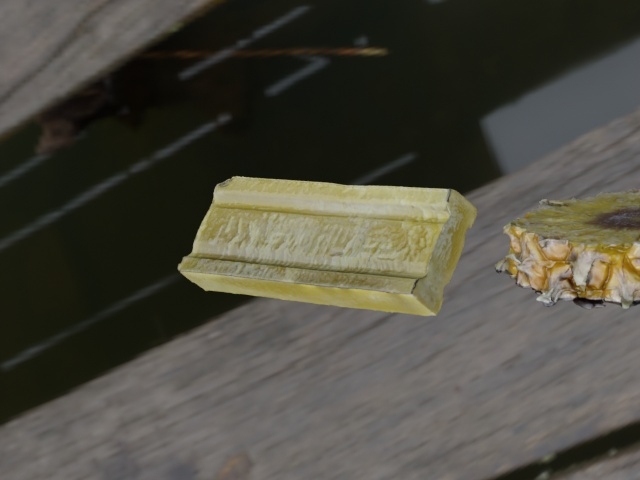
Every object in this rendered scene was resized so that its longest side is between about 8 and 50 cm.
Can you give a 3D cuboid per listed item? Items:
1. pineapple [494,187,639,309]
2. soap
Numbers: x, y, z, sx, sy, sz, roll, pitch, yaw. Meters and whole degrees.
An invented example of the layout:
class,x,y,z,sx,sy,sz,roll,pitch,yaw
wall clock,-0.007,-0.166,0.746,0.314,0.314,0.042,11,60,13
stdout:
class,x,y,z,sx,sy,sz,roll,pitch,yaw
pineapple,0.230,-0.001,1.313,0.221,0.221,0.047,4,110,33
soap,0.001,0.000,1.422,0.252,0.037,0.092,5,63,44
